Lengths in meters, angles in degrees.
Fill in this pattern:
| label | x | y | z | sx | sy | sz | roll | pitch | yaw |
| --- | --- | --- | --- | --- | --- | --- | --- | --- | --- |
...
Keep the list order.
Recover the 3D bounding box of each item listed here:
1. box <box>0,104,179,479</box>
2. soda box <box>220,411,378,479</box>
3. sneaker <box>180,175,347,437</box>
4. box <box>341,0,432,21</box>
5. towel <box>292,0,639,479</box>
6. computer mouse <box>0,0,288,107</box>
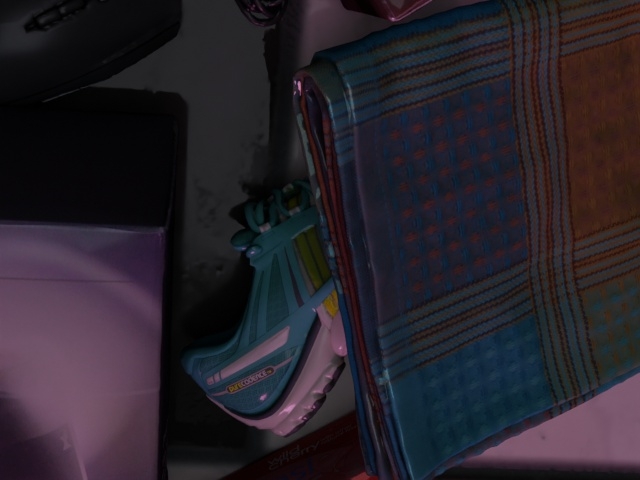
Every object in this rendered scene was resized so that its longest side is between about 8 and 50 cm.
| label | x | y | z | sx | sy | sz | roll | pitch | yaw |
| --- | --- | --- | --- | --- | --- | --- | --- | --- | --- |
| box | -0.237 | 0.082 | 0.556 | 0.296 | 0.183 | 0.294 | 2 | 114 | -8 |
| soda box | -0.055 | 0.225 | 0.685 | 0.263 | 0.092 | 0.083 | -28 | 106 | 2 |
| sneaker | 0.000 | 0.000 | 0.627 | 0.110 | 0.107 | 0.275 | 29 | 99 | 0 |
| box | 0.044 | -0.251 | 0.520 | 0.167 | 0.168 | 0.203 | -32 | 107 | 3 |
| towel | 0.170 | -0.028 | 0.600 | 0.370 | 0.040 | 0.271 | -20 | 110 | -23 |
| computer mouse | -0.158 | -0.179 | 0.573 | 0.262 | 0.060 | 0.184 | -21 | 108 | -1 |
